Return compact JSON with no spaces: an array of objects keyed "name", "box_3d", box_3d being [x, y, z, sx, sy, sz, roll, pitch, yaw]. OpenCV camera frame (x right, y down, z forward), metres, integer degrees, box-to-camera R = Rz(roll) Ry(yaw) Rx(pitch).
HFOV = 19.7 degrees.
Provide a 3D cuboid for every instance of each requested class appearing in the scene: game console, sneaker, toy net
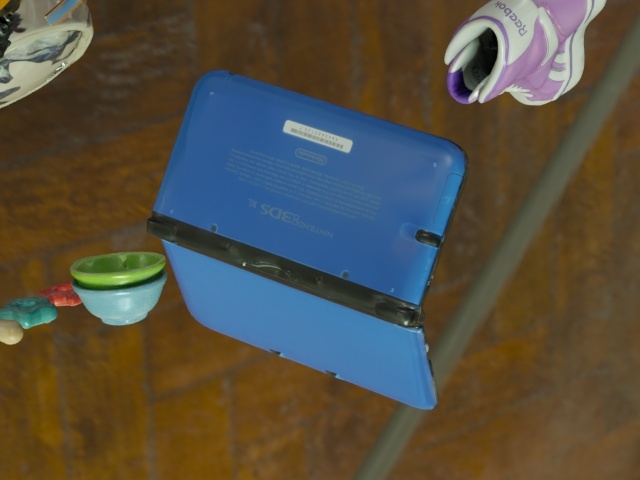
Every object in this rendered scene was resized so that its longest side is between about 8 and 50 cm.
[{"name":"game console","box_3d":[0.000,0.000,1.782,0.173,0.293,0.250,18,91,-67]},{"name":"sneaker","box_3d":[0.180,-0.182,1.825,0.161,0.102,0.282,-39,165,-12]},{"name":"toy net","box_3d":[-0.225,0.039,1.312,0.232,0.122,0.045,-7,104,-7]}]

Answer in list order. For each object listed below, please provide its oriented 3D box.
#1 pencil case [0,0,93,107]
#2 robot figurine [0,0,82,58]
[{"name":"pencil case","box_3d":[-0.362,-0.322,1.760,0.183,0.160,0.410,-22,84,-34]},{"name":"robot figurine","box_3d":[-0.267,-0.238,1.473,0.291,0.085,0.211,-50,133,-30]}]
